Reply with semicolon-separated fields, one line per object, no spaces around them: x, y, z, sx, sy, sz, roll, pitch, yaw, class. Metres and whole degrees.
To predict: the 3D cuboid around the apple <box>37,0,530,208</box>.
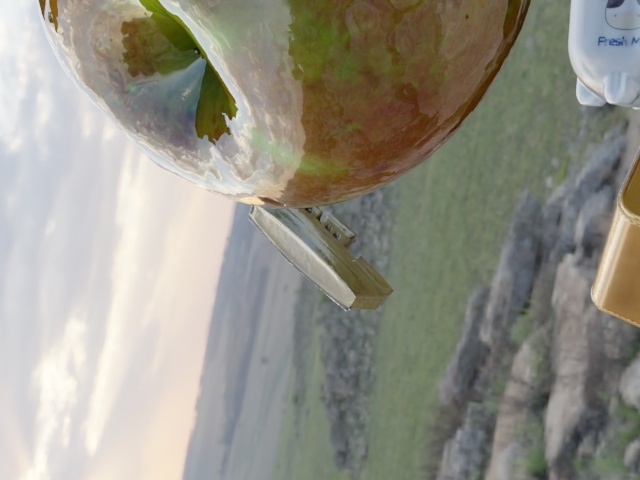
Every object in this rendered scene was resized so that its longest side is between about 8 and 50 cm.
-0.010;-0.145;0.570;0.226;0.246;0.246;-46;-13;-31;apple

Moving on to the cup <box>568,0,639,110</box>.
0.320;-0.194;1.014;0.134;0.173;0.142;-61;-25;-85;cup

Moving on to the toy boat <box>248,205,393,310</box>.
0.000;0.000;1.260;0.072;0.206;0.064;-37;-14;-35;toy boat

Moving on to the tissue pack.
0.420;0.002;1.209;0.145;0.194;0.274;-58;-20;-18;tissue pack
